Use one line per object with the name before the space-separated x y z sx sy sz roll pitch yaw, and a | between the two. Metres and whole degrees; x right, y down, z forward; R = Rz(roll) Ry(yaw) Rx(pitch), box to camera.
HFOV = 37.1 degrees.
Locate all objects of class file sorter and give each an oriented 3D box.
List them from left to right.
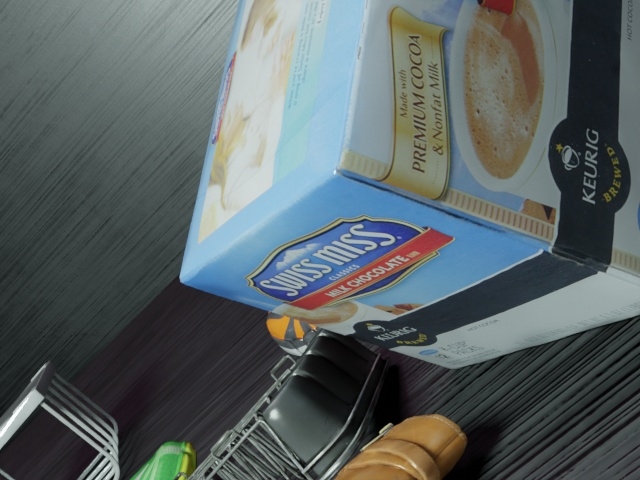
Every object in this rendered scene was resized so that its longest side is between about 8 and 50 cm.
file sorter | -0.412 0.324 1.416 0.193 0.173 0.278 -50 10 -7

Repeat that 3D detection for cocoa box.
cocoa box | 0.076 -0.123 0.631 0.231 0.228 0.347 -30 46 57

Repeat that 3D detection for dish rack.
dish rack | -0.066 0.189 0.748 0.271 0.074 0.208 -48 -2 14

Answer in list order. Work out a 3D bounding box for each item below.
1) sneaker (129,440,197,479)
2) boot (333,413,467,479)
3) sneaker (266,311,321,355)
sneaker | -0.237 0.302 0.936 0.295 0.123 0.109 -45 10 8
boot | 0.006 0.183 0.593 0.152 0.073 0.197 -44 6 -31
sneaker | 0.000 0.000 0.944 0.321 0.180 0.124 -34 17 52
